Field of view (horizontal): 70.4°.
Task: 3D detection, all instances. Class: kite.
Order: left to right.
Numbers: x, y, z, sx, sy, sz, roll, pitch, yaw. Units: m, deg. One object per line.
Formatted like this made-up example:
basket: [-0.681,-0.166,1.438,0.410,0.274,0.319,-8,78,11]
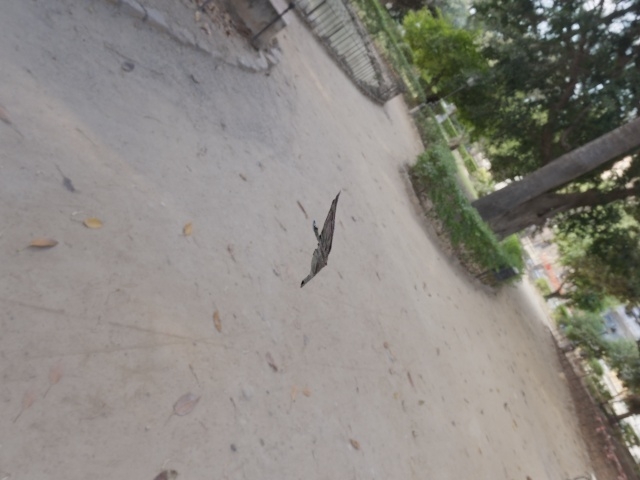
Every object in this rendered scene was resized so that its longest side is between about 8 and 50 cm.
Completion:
kite: [0.000,0.000,0.564,0.011,0.139,0.156,20,14,-13]
